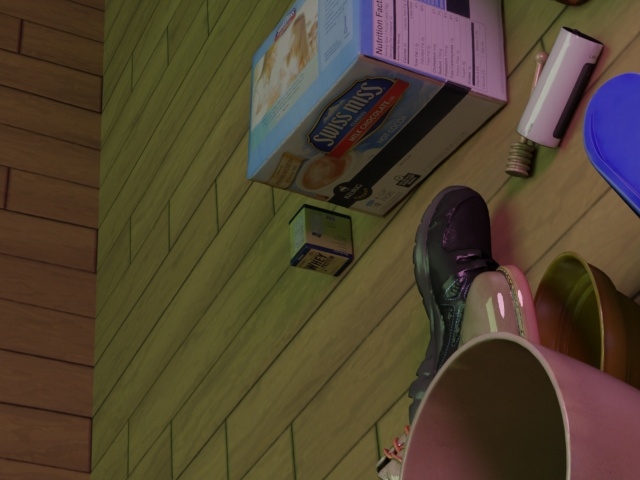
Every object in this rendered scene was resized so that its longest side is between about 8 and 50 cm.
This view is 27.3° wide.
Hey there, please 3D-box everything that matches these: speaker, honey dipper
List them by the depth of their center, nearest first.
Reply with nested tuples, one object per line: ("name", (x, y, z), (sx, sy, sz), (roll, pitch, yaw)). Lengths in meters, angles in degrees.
("speaker", (0.281, -0.181, 1.549), (0.136, 0.055, 0.055), (-68, 25, 17))
("honey dipper", (0.259, -0.158, 1.623), (0.030, 0.030, 0.161), (-3, 71, 66))

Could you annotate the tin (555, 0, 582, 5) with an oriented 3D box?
("tin", (0.310, -0.375, 1.617), (0.106, 0.040, 0.190), (132, 145, -54))

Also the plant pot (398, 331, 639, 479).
("plant pot", (0.245, 0.232, 1.126), (0.256, 0.274, 0.256), (-43, 39, 50))

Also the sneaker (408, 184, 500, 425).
("sneaker", (0.193, 0.088, 1.562), (0.139, 0.125, 0.341), (-17, 61, 38))

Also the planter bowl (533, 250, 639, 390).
("planter bowl", (0.280, 0.121, 1.313), (0.217, 0.090, 0.217), (-176, 90, -80))

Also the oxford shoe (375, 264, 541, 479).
("oxford shoe", (0.139, 0.217, 1.369), (0.140, 0.146, 0.397), (166, 112, -81))

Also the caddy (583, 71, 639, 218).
("caddy", (0.384, -0.067, 1.115), (0.241, 0.179, 0.341), (-44, 32, 11))

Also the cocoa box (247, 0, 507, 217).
("cocoa box", (0.068, -0.227, 1.835), (0.347, 0.228, 0.231), (-43, 40, 51))

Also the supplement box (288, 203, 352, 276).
("supplement box", (0.000, 0.000, 2.040), (0.056, 0.083, 0.083), (-49, 34, 47))
